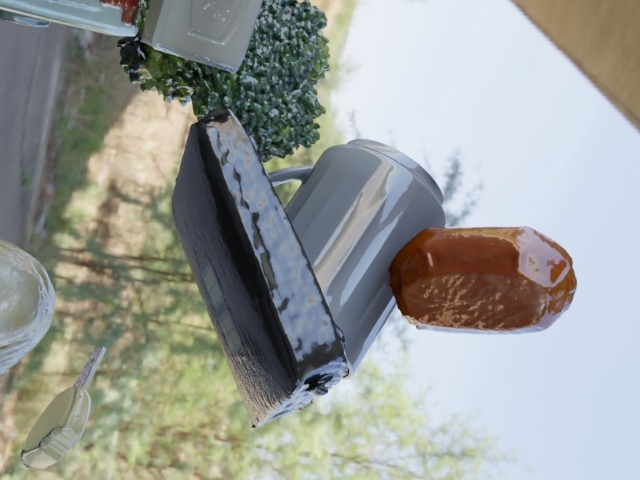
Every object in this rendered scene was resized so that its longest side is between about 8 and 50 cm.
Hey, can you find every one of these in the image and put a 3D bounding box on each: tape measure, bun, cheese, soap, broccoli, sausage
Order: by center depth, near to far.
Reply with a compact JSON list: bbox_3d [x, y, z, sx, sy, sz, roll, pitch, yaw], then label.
[{"bbox_3d":[-0.132,-0.307,1.193,0.064,0.121,0.183,36,-69,57],"label":"soap"},{"bbox_3d":[-0.362,-0.334,1.271,0.246,0.243,0.125,-145,-113,-65],"label":"tape measure"},{"bbox_3d":[-0.535,0.102,1.285,0.219,0.365,0.365,63,-15,8],"label":"bun"},{"bbox_3d":[0.229,0.056,1.403,0.141,0.268,0.153,-54,138,-55],"label":"sausage"},{"bbox_3d":[-0.141,-0.289,1.533,0.277,0.338,0.317,-49,-161,-11],"label":"broccoli"},{"bbox_3d":[-0.435,0.282,1.738,0.127,0.050,0.255,-28,-152,35],"label":"cheese"}]

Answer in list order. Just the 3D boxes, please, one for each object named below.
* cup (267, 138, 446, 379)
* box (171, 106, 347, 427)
[{"bbox_3d":[0.000,0.000,1.568,0.326,0.323,0.237,-57,-178,-19],"label":"cup"},{"bbox_3d":[-0.091,0.047,1.223,0.350,0.091,0.359,67,-20,12],"label":"box"}]
